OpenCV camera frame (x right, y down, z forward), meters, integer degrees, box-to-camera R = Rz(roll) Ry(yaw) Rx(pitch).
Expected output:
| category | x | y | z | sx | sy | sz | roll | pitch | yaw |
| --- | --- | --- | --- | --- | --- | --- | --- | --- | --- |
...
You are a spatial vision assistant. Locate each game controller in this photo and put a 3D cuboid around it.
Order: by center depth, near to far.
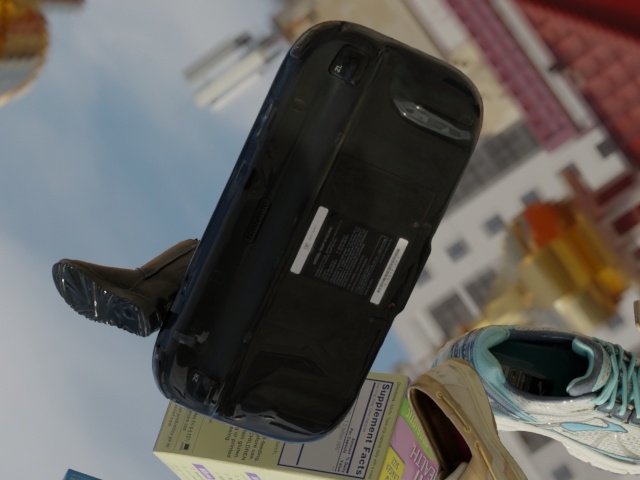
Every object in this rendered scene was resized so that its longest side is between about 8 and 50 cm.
| category | x | y | z | sx | sy | sz | roll | pitch | yaw |
| --- | --- | --- | --- | --- | --- | --- | --- | --- | --- |
| game controller | 0.000 | 0.000 | 1.467 | 0.166 | 0.319 | 0.067 | 20 | -169 | -29 |

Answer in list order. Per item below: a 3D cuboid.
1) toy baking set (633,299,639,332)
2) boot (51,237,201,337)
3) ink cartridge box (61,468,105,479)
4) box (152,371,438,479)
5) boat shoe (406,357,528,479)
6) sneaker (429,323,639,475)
| category | x | y | z | sx | sy | sz | roll | pitch | yaw |
| --- | --- | --- | --- | --- | --- | --- | --- | --- | --- |
| toy baking set | 0.312 | 0.171 | 1.556 | 0.197 | 0.030 | 0.256 | 16 | -122 | -63 |
| boot | -0.134 | 0.027 | 1.521 | 0.121 | 0.099 | 0.045 | 21 | 130 | 35 |
| ink cartridge box | -0.236 | 0.286 | 1.811 | 0.052 | 0.088 | 0.122 | 20 | -125 | -9 |
| box | -0.004 | 0.215 | 1.937 | 0.213 | 0.243 | 0.117 | 55 | -132 | -53 |
| boat shoe | 0.113 | 0.176 | 1.499 | 0.059 | 0.063 | 0.170 | -18 | -102 | -36 |
| sneaker | 0.249 | 0.141 | 1.797 | 0.283 | 0.122 | 0.110 | 10 | -113 | -12 |
